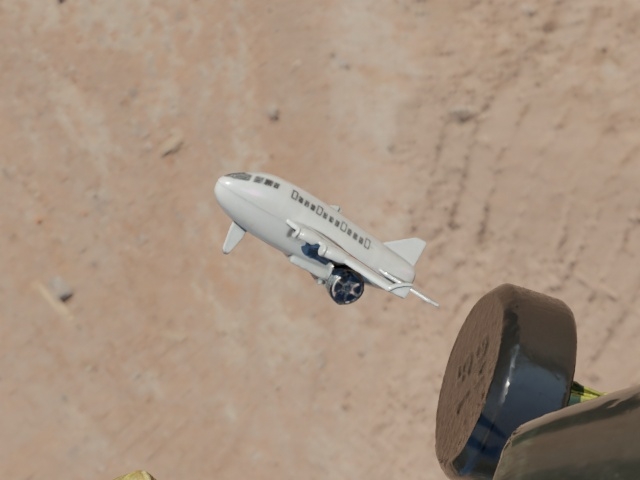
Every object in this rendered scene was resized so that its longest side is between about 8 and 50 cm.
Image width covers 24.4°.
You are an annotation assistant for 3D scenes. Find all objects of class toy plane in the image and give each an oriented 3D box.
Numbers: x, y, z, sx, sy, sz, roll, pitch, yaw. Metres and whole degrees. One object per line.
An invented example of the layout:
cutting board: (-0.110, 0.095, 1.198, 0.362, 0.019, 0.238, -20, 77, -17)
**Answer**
toy plane: (0.000, 0.000, 1.023, 0.171, 0.162, 0.066, 18, 103, -23)

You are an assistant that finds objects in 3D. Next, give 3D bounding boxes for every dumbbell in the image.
dumbbell: (0.292, 0.181, 1.466, 0.322, 0.204, 0.204, 18, 129, -9)

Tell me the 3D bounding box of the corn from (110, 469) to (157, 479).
corn: (-0.080, 0.209, 0.829, 0.079, 0.079, 0.237, 12, 138, 27)

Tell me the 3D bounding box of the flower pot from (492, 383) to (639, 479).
flower pot: (0.156, 0.142, 0.611, 0.148, 0.235, 0.235, -7, 113, 24)
